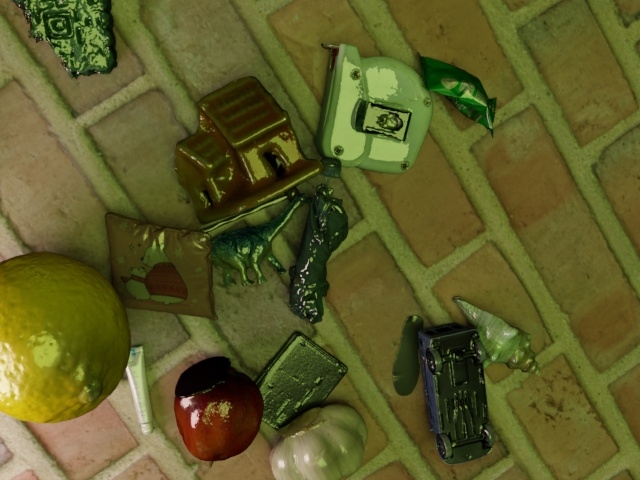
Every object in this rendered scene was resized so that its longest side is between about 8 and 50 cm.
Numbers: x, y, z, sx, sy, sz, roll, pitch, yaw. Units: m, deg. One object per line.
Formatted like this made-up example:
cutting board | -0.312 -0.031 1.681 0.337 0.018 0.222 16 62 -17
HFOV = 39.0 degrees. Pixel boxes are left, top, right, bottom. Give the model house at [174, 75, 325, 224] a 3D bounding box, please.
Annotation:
model house | -0.167 -0.180 1.783 0.268 0.173 0.239 -28 104 -3

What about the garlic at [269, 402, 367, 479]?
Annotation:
garlic | 0.013 0.462 1.946 0.229 0.143 0.178 -39 114 -12

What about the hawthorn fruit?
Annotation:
hawthorn fruit | -0.220 0.373 1.880 0.189 0.189 0.251 6 107 -12

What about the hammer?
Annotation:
hammer | -0.178 -0.044 1.886 0.292 0.029 0.058 -23 102 -4

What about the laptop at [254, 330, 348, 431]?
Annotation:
laptop | -0.058 0.318 1.975 0.154 0.026 0.207 38 92 -16

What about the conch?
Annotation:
conch | 0.391 0.226 1.988 0.234 0.137 0.114 33 77 -21

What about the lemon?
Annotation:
lemon | -0.516 0.179 1.703 0.336 0.336 0.336 -2 101 -11

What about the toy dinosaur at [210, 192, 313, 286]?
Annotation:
toy dinosaur | -0.168 0.027 1.874 0.362 0.076 0.147 -20 95 2

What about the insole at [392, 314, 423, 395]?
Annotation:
insole | 0.197 0.258 2.024 0.064 0.004 0.188 6 99 -13

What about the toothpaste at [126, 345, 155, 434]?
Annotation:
toothpaste | -0.381 0.317 1.912 0.048 0.031 0.190 -10 99 -6

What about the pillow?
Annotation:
pillow | -0.318 0.058 1.811 0.236 0.084 0.223 11 122 9

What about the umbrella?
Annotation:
umbrella | 0.003 0.001 1.841 0.094 0.143 0.349 4 110 -20

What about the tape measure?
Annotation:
tape measure | 0.106 -0.264 1.846 0.246 0.125 0.243 8 99 -12

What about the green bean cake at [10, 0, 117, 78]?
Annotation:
green bean cake | -0.489 -0.409 1.714 0.193 0.107 0.208 -8 103 -11

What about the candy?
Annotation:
candy | 0.289 -0.312 1.872 0.203 0.141 0.078 29 110 -17

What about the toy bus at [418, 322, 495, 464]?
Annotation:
toy bus | 0.293 0.336 1.993 0.125 0.133 0.292 -11 100 -14
